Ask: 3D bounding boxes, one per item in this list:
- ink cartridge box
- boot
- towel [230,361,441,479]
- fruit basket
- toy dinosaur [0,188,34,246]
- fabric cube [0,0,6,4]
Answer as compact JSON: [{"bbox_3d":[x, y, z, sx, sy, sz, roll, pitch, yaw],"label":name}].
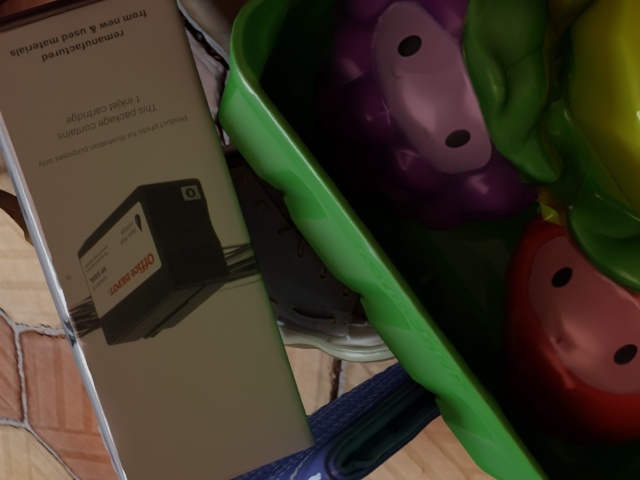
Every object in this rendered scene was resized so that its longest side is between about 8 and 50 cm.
[{"bbox_3d":[-0.126,-0.009,0.954,0.223,0.129,0.308,-147,39,-73],"label":"ink cartridge box"},{"bbox_3d":[0.000,0.000,1.050,0.213,0.077,0.165,2,123,47],"label":"boot"},{"bbox_3d":[0.005,0.153,1.047,0.040,0.243,0.336,55,141,2],"label":"towel"},{"bbox_3d":[0.159,-0.045,0.758,0.392,0.283,0.392,40,156,22],"label":"fruit basket"},{"bbox_3d":[-0.245,-0.013,1.260,0.211,0.064,0.112,37,141,10],"label":"toy dinosaur"},{"bbox_3d":[-0.242,-0.313,0.856,0.254,0.258,0.259,36,139,13],"label":"fabric cube"}]
